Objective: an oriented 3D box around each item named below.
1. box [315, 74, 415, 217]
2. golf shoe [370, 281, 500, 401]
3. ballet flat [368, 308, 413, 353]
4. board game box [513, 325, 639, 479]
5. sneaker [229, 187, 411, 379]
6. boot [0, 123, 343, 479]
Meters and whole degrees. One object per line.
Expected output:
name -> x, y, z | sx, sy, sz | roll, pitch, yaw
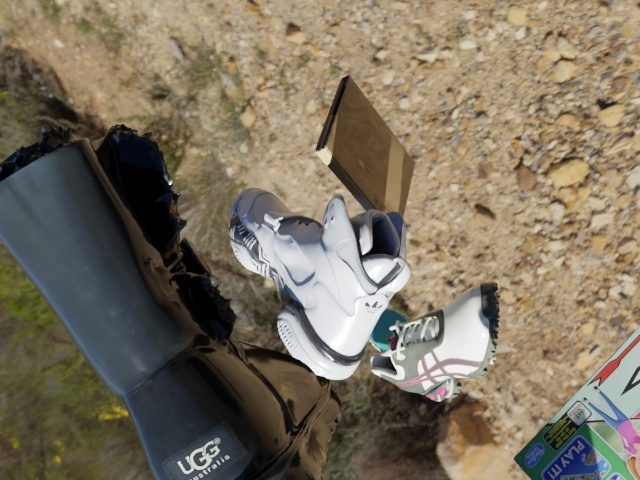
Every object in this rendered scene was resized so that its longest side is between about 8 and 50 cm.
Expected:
box -> 0.075, -0.126, 1.176 | 0.021, 0.164, 0.201 | -16, 131, 35
golf shoe -> 0.157, 0.142, 1.049 | 0.120, 0.105, 0.273 | 11, 144, -9
ballet flat -> 0.167, 0.186, 1.374 | 0.077, 0.091, 0.241 | 42, 168, -32
board game box -> 0.363, 0.173, 0.721 | 0.317, 0.046, 0.213 | -50, 47, 9
sneaker -> 0.000, 0.000, 1.108 | 0.210, 0.137, 0.366 | -54, 44, 25
boot -> -0.077, 0.040, 0.436 | 0.094, 0.246, 0.207 | -30, 90, 1
